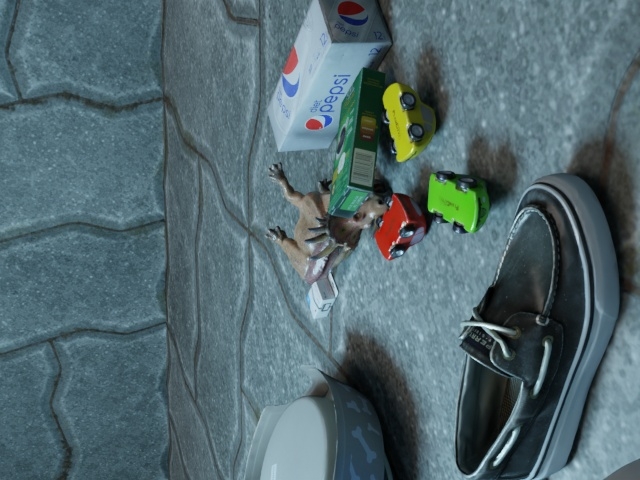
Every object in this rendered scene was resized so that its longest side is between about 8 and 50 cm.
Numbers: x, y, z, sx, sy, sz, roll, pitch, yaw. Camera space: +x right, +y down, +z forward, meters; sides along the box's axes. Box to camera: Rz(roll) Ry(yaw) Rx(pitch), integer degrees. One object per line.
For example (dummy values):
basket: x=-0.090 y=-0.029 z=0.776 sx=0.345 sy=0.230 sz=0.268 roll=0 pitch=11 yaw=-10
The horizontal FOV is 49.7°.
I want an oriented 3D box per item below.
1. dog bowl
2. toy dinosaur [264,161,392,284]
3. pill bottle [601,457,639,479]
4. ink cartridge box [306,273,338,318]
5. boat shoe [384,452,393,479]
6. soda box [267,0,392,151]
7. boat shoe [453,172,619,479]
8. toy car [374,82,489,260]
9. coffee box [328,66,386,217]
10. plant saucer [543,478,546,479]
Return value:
dog bowl: x=-0.017 y=0.385 z=1.129 sx=0.349 sy=0.102 sz=0.349 roll=-50 pitch=29 yaw=42
toy dinosaur: x=0.000 y=0.000 z=1.122 sx=0.296 sy=0.127 sz=0.200 roll=103 pitch=147 yaw=-45
pill bottle: x=0.298 y=0.316 z=0.363 sx=0.392 sy=0.224 sz=0.224 roll=-130 pitch=40 yaw=-53
ink cartridge box: x=0.003 y=0.100 z=1.262 sx=0.083 sy=0.028 sz=0.048 roll=113 pitch=143 yaw=-50
boat shoe: x=0.076 y=0.447 z=1.122 sx=0.095 sy=0.079 sz=0.255 roll=169 pitch=95 yaw=-75
soda box: x=0.003 y=-0.250 z=1.071 sx=0.286 sy=0.098 sz=0.091 roll=126 pitch=132 yaw=-60
boat shoe: x=0.197 y=0.103 z=0.677 sx=0.121 sy=0.119 sz=0.335 roll=-144 pitch=51 yaw=-61
toy car: x=0.142 y=-0.064 z=0.848 sx=0.225 sy=0.053 sz=0.239 roll=-142 pitch=48 yaw=-59
coffee box: x=0.051 y=-0.136 z=0.974 sx=0.113 sy=0.040 sz=0.184 roll=127 pitch=152 yaw=-68
plant saucer: x=0.218 y=0.250 z=0.805 sx=0.067 sy=0.018 sz=0.192 roll=108 pitch=148 yaw=-45
